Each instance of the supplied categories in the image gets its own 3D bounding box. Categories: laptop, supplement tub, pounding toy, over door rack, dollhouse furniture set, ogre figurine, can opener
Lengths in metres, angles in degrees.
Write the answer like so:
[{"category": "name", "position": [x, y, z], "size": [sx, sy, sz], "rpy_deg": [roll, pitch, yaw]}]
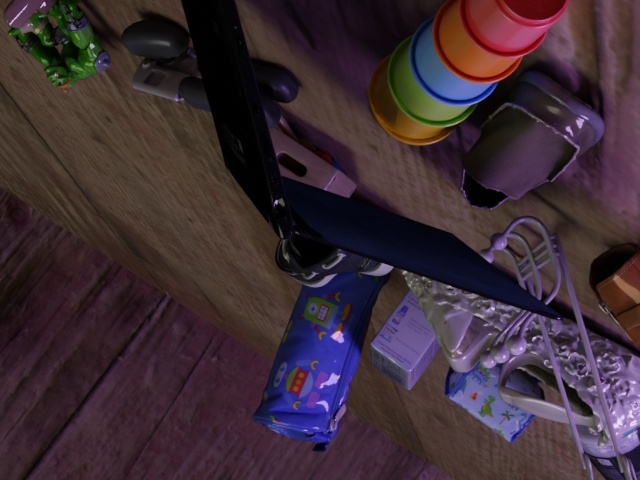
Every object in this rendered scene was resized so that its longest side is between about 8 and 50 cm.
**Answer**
[{"category": "laptop", "position": [0.026, -0.124, 1.422], "size": [0.382, 0.236, 0.407], "rpy_deg": [-133, 28, -74]}, {"category": "supplement tub", "position": [0.405, 0.262, 1.911], "size": [0.117, 0.117, 0.190], "rpy_deg": [23, 161, 45]}, {"category": "pounding toy", "position": [-0.034, -0.101, 1.847], "size": [0.141, 0.100, 0.130], "rpy_deg": [35, -179, 16]}, {"category": "over door rack", "position": [0.257, 0.145, 1.616], "size": [0.324, 0.108, 0.239], "rpy_deg": [63, 176, 7]}, {"category": "dollhouse furniture set", "position": [-0.423, -0.336, 1.907], "size": [0.151, 0.123, 0.144], "rpy_deg": [21, 160, 49]}, {"category": "ogre figurine", "position": [-0.355, -0.274, 2.031], "size": [0.197, 0.097, 0.118], "rpy_deg": [-23, 111, 40]}, {"category": "can opener", "position": [-0.149, -0.207, 1.772], "size": [0.283, 0.076, 0.095], "rpy_deg": [20, 160, 47]}]

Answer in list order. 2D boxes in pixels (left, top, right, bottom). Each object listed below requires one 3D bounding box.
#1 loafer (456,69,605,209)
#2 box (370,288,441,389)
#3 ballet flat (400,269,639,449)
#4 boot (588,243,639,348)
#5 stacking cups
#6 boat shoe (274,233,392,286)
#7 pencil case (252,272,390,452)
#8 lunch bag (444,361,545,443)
[{"category": "loafer", "position": [0.186, -0.078, 1.340], "size": [0.094, 0.087, 0.251], "rpy_deg": [35, 167, 4]}, {"category": "box", "position": [0.137, 0.128, 2.075], "size": [0.072, 0.137, 0.126], "rpy_deg": [34, 167, 12]}, {"category": "ballet flat", "position": [0.238, 0.128, 1.839], "size": [0.409, 0.147, 0.147], "rpy_deg": [29, 165, 31]}, {"category": "boot", "position": [0.357, 0.106, 1.536], "size": [0.220, 0.109, 0.283], "rpy_deg": [44, 178, 1]}, {"category": "stacking cups", "position": [0.128, -0.157, 1.225], "size": [0.096, 0.096, 0.316], "rpy_deg": [38, 165, -7]}, {"category": "boat shoe", "position": [0.000, 0.000, 2.007], "size": [0.091, 0.114, 0.302], "rpy_deg": [13, 166, -26]}, {"category": "pencil case", "position": [0.007, 0.152, 2.145], "size": [0.133, 0.306, 0.119], "rpy_deg": [15, 171, 33]}, {"category": "lunch bag", "position": [0.257, 0.206, 2.149], "size": [0.129, 0.096, 0.151], "rpy_deg": [38, -164, -7]}]
